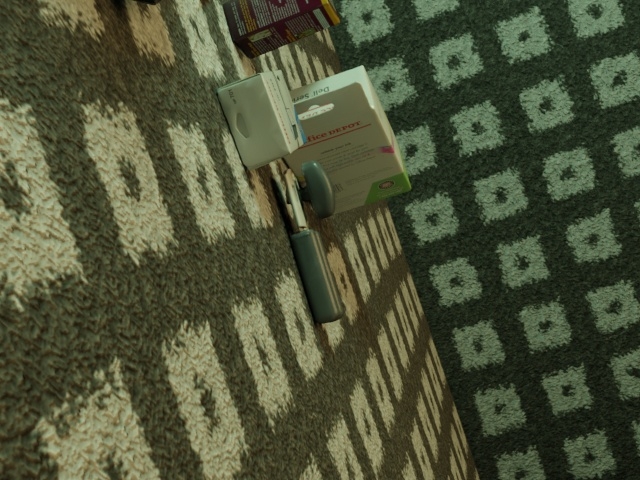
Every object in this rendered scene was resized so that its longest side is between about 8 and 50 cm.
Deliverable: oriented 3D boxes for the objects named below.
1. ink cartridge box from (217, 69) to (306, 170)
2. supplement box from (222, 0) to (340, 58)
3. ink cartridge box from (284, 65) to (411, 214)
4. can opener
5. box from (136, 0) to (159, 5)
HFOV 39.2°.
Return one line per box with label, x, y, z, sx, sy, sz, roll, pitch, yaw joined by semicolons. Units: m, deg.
ink cartridge box;-0.093;-0.204;1.491;0.190;0.082;0.139;-65;135;-77
supplement box;-0.071;-0.421;1.666;0.104;0.188;0.081;29;42;-74
ink cartridge box;0.030;-0.208;1.766;0.353;0.207;0.119;57;19;-54
can opener;0.000;0.000;1.574;0.076;0.095;0.283;13;59;-77
box;-0.175;-0.450;1.074;0.216;0.060;0.270;-57;159;-48
